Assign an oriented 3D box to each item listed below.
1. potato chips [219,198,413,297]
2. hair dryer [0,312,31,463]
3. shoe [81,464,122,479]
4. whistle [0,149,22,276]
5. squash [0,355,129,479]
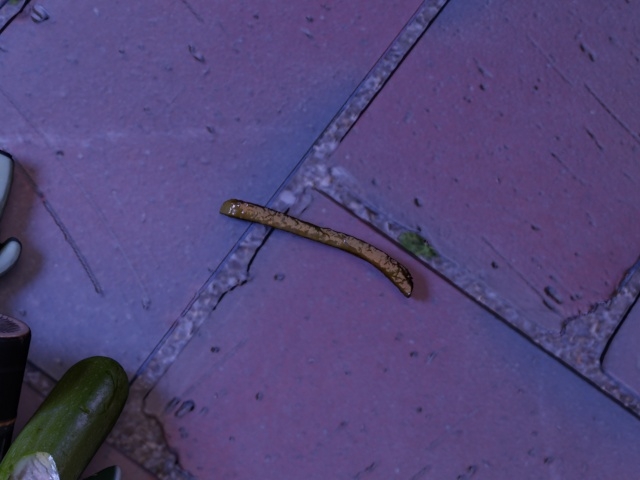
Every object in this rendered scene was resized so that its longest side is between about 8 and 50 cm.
[{"bbox_3d":[0.000,0.000,1.842,0.204,0.026,0.037,24,81,-3],"label":"potato chips"},{"bbox_3d":[-0.428,0.145,1.587,0.352,0.107,0.189,7,100,-27],"label":"hair dryer"},{"bbox_3d":[-0.121,0.351,1.633,0.160,0.132,0.363,-40,75,-21],"label":"shoe"},{"bbox_3d":[-0.339,0.018,1.745,0.114,0.077,0.235,23,61,-12],"label":"whistle"},{"bbox_3d":[-0.229,0.177,1.659,0.069,0.069,0.239,29,35,0],"label":"squash"}]
